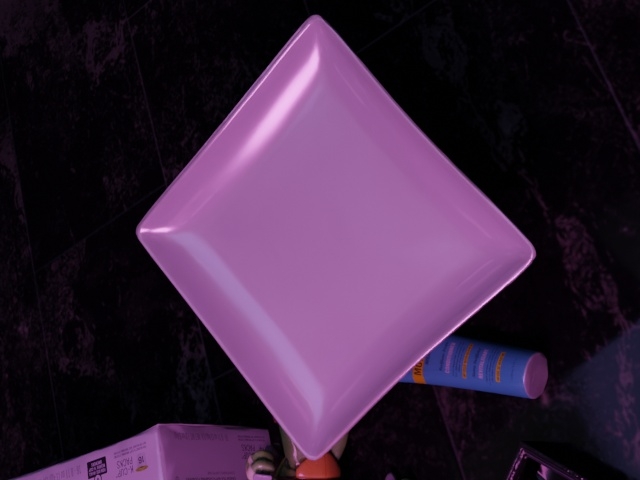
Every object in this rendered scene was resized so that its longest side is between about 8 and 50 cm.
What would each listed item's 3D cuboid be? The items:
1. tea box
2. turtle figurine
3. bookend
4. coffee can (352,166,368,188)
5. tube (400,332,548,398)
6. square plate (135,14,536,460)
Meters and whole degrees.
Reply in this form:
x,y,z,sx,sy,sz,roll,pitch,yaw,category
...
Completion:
x,y,z,sx,sy,sz,roll,pitch,yaw,category
-0.228,0.436,1.186,0.329,0.220,0.323,-25,66,29,tea box
0.016,0.254,1.071,0.198,0.274,0.266,-3,70,1,turtle figurine
0.254,0.313,0.953,0.156,0.072,0.157,27,96,37,bookend
-0.008,-0.005,1.140,0.275,0.202,0.201,-36,61,25,coffee can
0.163,0.141,1.082,0.207,0.052,0.080,4,71,43,tube
0.000,0.000,0.994,0.344,0.049,0.347,-47,73,22,square plate
